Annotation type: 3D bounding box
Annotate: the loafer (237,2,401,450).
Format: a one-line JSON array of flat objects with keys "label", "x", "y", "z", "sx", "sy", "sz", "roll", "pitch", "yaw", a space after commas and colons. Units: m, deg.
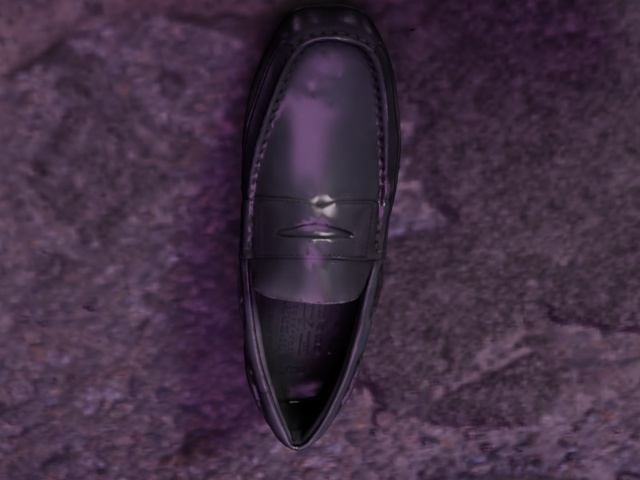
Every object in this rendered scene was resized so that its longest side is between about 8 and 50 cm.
[{"label": "loafer", "x": 0.000, "y": 0.000, "z": 0.621, "sx": 0.076, "sy": 0.078, "sz": 0.223, "roll": 2, "pitch": 124, "yaw": -6}]
